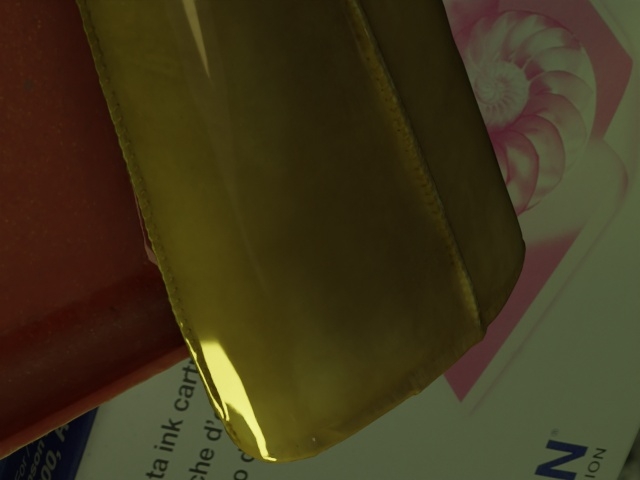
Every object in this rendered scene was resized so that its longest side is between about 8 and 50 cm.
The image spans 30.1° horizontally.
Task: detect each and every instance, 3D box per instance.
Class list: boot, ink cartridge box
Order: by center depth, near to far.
[{"bbox_3d":[0.018,-0.099,0.375,0.236,0.089,0.270,-32,121,-16],"label":"boot"},{"bbox_3d":[0.000,0.000,0.481,0.330,0.071,0.324,14,105,-21],"label":"ink cartridge box"}]

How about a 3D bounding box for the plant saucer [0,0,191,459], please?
[{"bbox_3d":[-0.143,-0.050,0.320,0.258,0.047,0.259,-27,116,-39],"label":"plant saucer"}]
